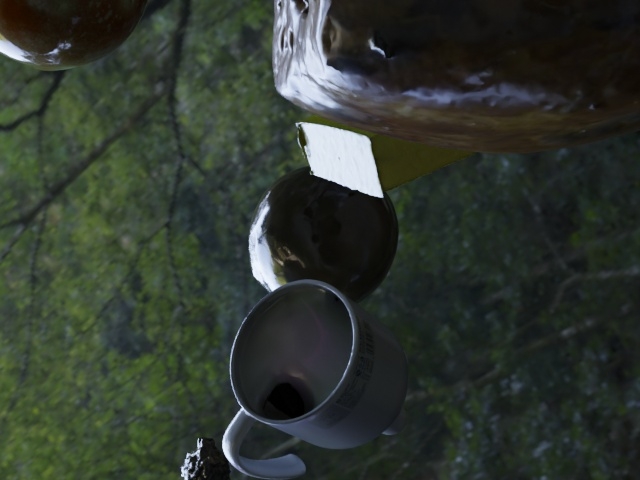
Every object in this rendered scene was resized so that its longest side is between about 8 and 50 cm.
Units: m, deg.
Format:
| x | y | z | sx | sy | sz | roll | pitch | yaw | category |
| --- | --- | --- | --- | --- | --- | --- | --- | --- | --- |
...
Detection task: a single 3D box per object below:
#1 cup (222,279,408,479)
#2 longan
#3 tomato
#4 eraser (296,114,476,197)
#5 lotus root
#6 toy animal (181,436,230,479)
| x | y | z | sx | sy | sz | roll | pitch | yaw | category |
| --- | --- | --- | --- | --- | --- | --- | --- | --- | --- |
| 0.006 | 0.141 | 1.211 | 0.142 | 0.134 | 0.173 | 36 | -115 | -49 | cup |
| 0.000 | 0.000 | 1.495 | 0.167 | 0.187 | 0.167 | 13 | -124 | -20 | longan |
| -0.358 | -0.336 | 1.754 | 0.270 | 0.270 | 0.222 | -16 | -72 | -50 | tomato |
| 0.060 | -0.075 | 0.866 | 0.122 | 0.097 | 0.045 | -26 | -67 | -25 | eraser |
| 0.122 | -0.135 | 0.585 | 0.291 | 0.193 | 0.193 | -7 | -119 | -7 | lotus root |
| -0.110 | 0.294 | 1.490 | 0.086 | 0.069 | 0.219 | 37 | 162 | 45 | toy animal |
